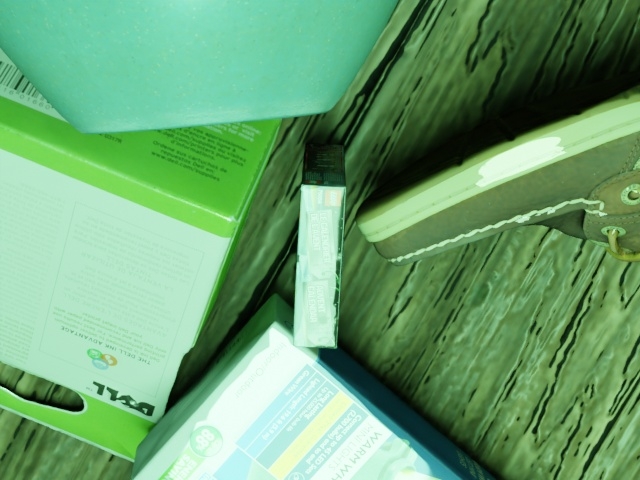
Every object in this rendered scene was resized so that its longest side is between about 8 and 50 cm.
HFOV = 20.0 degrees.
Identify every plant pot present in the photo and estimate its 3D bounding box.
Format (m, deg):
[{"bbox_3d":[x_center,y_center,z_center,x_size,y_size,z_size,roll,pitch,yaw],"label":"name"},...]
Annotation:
[{"bbox_3d":[-0.070,-0.158,0.949,0.290,0.290,0.195,-4,95,6],"label":"plant pot"}]

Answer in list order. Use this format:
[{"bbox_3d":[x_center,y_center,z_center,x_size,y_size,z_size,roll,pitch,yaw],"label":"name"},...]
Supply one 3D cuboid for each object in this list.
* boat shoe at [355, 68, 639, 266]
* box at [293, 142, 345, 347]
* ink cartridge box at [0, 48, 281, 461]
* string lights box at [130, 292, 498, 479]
[{"bbox_3d":[0.193,-0.035,1.055,0.342,0.123,0.123,-20,99,3],"label":"boat shoe"},{"bbox_3d":[0.000,0.000,1.067,0.027,0.137,0.094,2,103,0],"label":"box"},{"bbox_3d":[-0.152,0.004,1.113,0.189,0.097,0.255,22,137,0],"label":"ink cartridge box"},{"bbox_3d":[0.027,0.169,1.103,0.260,0.077,0.133,40,98,-9],"label":"string lights box"}]
